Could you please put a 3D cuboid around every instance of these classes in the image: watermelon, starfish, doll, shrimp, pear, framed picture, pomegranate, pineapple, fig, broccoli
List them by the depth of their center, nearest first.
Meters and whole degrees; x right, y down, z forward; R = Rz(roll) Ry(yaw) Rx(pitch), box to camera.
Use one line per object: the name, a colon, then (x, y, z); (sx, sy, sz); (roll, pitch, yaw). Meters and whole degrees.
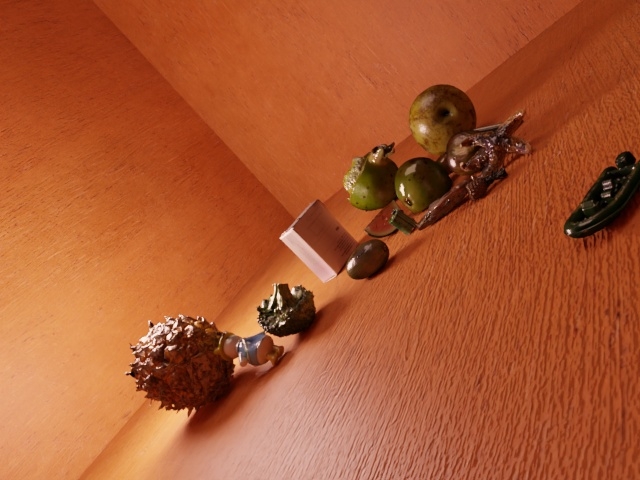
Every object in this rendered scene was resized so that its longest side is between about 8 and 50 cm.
pineapple: (0.462, -0.159, 1.483); (0.124, 0.058, 0.058); (-28, 10, 3)
starfish: (0.510, -0.271, 1.544); (0.071, 0.216, 0.238); (-1, -53, -43)
shrimp: (0.355, -0.103, 1.572); (0.223, 0.047, 0.126); (-46, -16, 27)
fig: (0.499, -0.283, 1.655); (0.245, 0.149, 0.149); (-12, 30, 52)
doll: (-0.235, 0.343, 1.719); (0.240, 0.099, 0.135); (-2, 63, 30)
broccoli: (-0.111, 0.223, 1.741); (0.197, 0.176, 0.226); (-19, -21, 6)
pomegranate: (0.359, -0.219, 1.837); (0.240, 0.159, 0.190); (-34, 12, 21)
pineapple: (-0.469, 0.426, 1.860); (0.352, 0.352, 0.300); (-48, 23, -29)
framed picture: (0.559, -0.343, 1.881); (0.192, 0.018, 0.265); (-44, 17, -14)
watermelon: (0.235, -0.055, 1.904); (0.163, 0.087, 0.069); (-44, -22, -15)
pear: (0.481, -0.476, 2.141); (0.283, 0.283, 0.283); (-42, 9, 8)
pomegranate: (0.232, -0.273, 2.291); (0.260, 0.260, 0.341); (-51, -12, -42)

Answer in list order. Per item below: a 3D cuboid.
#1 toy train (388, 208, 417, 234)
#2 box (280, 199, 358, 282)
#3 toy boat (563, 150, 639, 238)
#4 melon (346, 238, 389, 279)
toy train: (0.262, -0.060, 1.727); (0.056, 0.093, 0.038); (-59, 13, -10)
box: (0.000, 0.000, 2.069); (0.106, 0.251, 0.203); (-37, 11, 45)
toy boat: (0.487, -0.073, 0.917); (0.210, 0.052, 0.104); (-45, 12, -20)
melon: (0.142, 0.061, 1.659); (0.162, 0.099, 0.099); (-41, 8, 32)
